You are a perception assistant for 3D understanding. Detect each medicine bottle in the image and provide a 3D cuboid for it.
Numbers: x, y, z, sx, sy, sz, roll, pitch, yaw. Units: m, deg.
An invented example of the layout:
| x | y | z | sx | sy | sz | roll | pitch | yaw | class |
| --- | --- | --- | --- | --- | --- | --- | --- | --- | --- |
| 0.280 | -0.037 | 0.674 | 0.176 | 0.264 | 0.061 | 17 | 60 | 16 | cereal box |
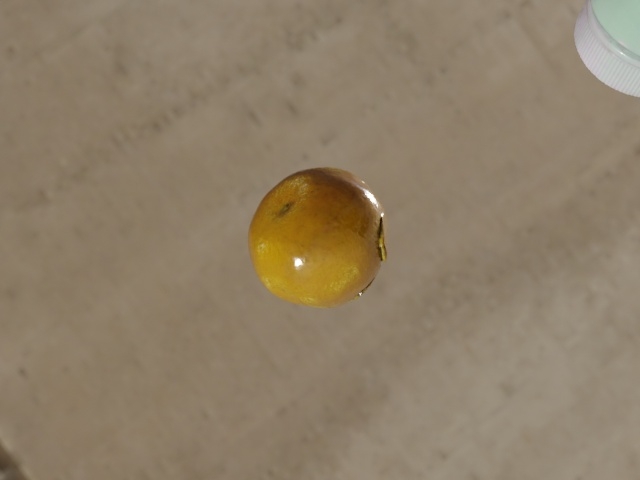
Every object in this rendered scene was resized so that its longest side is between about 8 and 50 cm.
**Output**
| x | y | z | sx | sy | sz | roll | pitch | yaw | class |
| --- | --- | --- | --- | --- | --- | --- | --- | --- | --- |
| 0.321 | -0.240 | 1.747 | 0.139 | 0.139 | 0.225 | -37 | 164 | -31 | medicine bottle |

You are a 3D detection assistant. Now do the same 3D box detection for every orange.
| x | y | z | sx | sy | sz | roll | pitch | yaw | class |
| --- | --- | --- | --- | --- | --- | --- | --- | --- | --- |
| 0.000 | 0.000 | 2.033 | 0.155 | 0.134 | 0.154 | -22 | -138 | 21 | orange |
